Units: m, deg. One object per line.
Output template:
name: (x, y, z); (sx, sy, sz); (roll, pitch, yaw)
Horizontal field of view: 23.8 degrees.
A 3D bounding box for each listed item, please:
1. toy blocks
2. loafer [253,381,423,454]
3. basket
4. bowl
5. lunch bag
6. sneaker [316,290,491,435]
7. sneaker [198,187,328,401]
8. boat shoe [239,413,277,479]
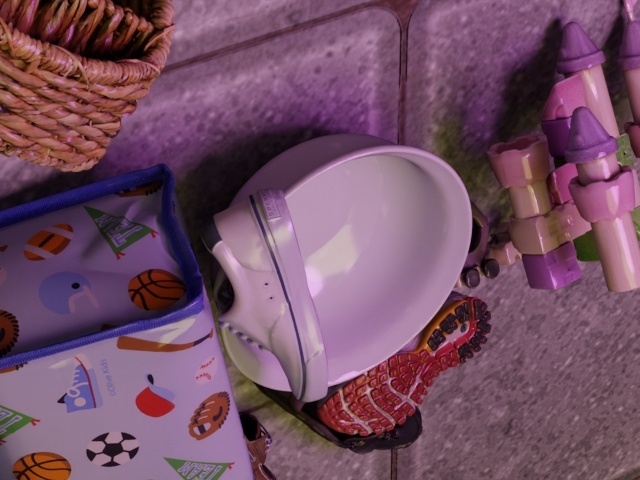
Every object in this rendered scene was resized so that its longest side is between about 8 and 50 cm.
toy blocks: (0.281, -0.110, 1.664); (0.288, 0.309, 0.260); (-26, 104, -34)
loafer: (0.032, 0.204, 1.792); (0.109, 0.095, 0.302); (-49, 138, 8)
basket: (-0.242, -0.210, 1.154); (0.299, 0.213, 0.223); (25, 108, -46)
bowl: (0.000, 0.000, 1.570); (0.298, 0.134, 0.298); (-19, 133, -22)
lunch bag: (-0.278, 0.152, 1.429); (0.385, 0.239, 0.328); (-14, 134, -5)
sneaker: (0.085, 0.135, 1.704); (0.225, 0.093, 0.088); (-35, 122, -21)
sneaker: (-0.053, 0.058, 1.428); (0.091, 0.094, 0.258); (-16, 130, -2)
boat shoe: (-0.090, 0.236, 1.750); (0.066, 0.066, 0.183); (-42, 138, -2)
